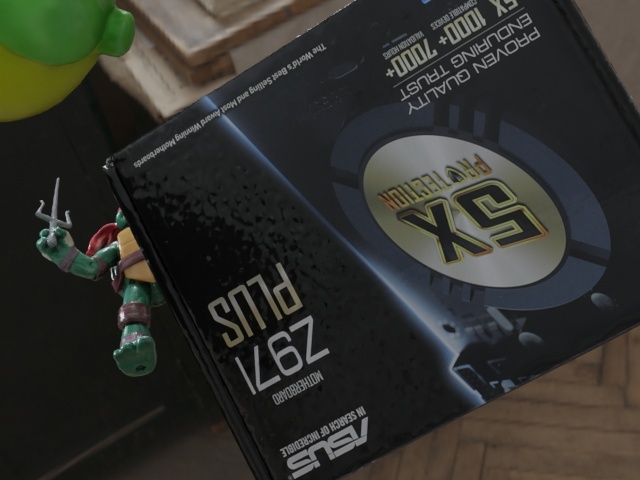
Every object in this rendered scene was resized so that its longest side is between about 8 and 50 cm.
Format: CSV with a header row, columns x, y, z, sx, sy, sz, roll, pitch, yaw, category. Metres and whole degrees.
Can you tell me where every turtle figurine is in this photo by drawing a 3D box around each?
x,y,z,sx,sy,sz,roll,pitch,yaw,category
-0.170,0.015,1.066,0.175,0.118,0.234,-27,55,1,turtle figurine

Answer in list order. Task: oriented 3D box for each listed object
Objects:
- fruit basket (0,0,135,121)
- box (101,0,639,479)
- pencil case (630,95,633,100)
x,y,z,sx,sy,sz,roll,pitch,yaw,category
-0.290,-0.140,0.517,0.392,0.392,0.283,26,30,35,fruit basket
0.034,-0.008,0.412,0.180,0.077,0.147,-29,82,14,box
0.253,-0.041,1.080,0.124,0.273,0.113,-23,51,-1,pencil case
